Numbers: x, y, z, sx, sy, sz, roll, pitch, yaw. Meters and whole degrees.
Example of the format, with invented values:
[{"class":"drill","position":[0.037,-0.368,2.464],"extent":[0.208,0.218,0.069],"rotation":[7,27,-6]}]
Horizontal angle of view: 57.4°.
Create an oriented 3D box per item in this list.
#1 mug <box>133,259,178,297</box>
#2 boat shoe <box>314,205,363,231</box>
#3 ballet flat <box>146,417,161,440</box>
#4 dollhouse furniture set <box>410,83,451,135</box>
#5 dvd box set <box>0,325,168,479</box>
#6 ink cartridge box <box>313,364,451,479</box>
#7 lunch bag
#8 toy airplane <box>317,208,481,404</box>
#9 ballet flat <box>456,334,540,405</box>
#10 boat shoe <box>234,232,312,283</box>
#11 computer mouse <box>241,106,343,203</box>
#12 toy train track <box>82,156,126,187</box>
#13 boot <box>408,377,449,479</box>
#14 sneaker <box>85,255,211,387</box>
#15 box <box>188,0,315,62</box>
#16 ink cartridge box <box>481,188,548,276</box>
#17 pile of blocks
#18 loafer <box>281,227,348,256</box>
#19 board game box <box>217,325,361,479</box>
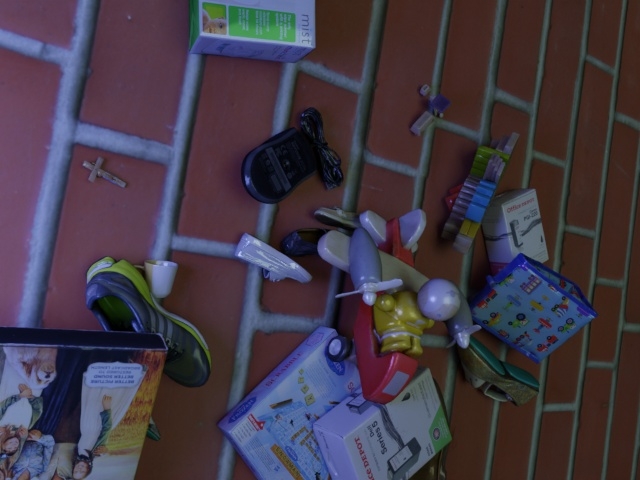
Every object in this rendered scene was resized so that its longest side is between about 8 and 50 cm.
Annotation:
[{"class":"mug","position":[-0.311,0.072,1.105],"extent":[0.062,0.078,0.064],"rotation":[-6,106,-66]},{"class":"boat shoe","position":[0.049,-0.056,1.337],"extent":[0.153,0.056,0.048],"rotation":[15,77,-36]},{"class":"ballet flat","position":[-0.340,0.337,1.097],"extent":[0.114,0.041,0.041],"rotation":[41,70,-29]},{"class":"dollhouse furniture set","position":[0.267,-0.322,1.502],"extent":[0.114,0.091,0.081],"rotation":[-47,160,0]},{"class":"dvd box set","position":[-0.443,0.340,0.932],"extent":[0.307,0.062,0.421],"rotation":[10,105,-32]},{"class":"ink cartridge box","position":[0.142,0.426,1.298],"extent":[0.272,0.114,0.199],"rotation":[-29,107,-32]},{"class":"lunch bag","position":[0.555,0.175,1.592],"extent":[0.293,0.138,0.221],"rotation":[29,117,-24]},{"class":"toy airplane","position":[0.185,0.105,1.252],"extent":[0.386,0.272,0.385],"rotation":[-28,104,-40]},{"class":"ballet flat","position":[0.467,0.368,1.607],"extent":[0.348,0.123,0.123],"rotation":[33,74,-28]},{"class":"boat shoe","position":[-0.099,0.053,1.237],"extent":[0.184,0.066,0.063],"rotation":[33,87,-33]},{"class":"computer mouse","position":[-0.075,-0.158,1.246],"extent":[0.272,0.072,0.189],"rotation":[-34,108,-41]},{"class":"toy train track","position":[-0.394,-0.119,1.061],"extent":[0.083,0.014,0.048],"rotation":[32,67,-36]},{"class":"boot","position":[0.251,0.498,1.467],"extent":[0.115,0.112,0.306],"rotation":[4,82,-9]},{"class":"sneaker","position":[-0.312,0.170,1.042],"extent":[0.111,0.121,0.300],"rotation":[-37,111,11]},{"class":"box","position":[-0.135,-0.497,1.135],"extent":[0.231,0.126,0.262],"rotation":[0,92,-21]},{"class":"ink cartridge box","position":[0.546,-0.023,1.650],"extent":[0.158,0.092,0.218],"rotation":[-23,102,-32]},{"class":"pile of blocks","position":[0.401,-0.143,1.526],"extent":[0.362,0.112,0.149],"rotation":[-61,162,-19]},{"class":"loafer","position":[0.000,0.000,1.290],"extent":[0.170,0.061,0.062],"rotation":[-8,63,-35]},{"class":"board game box","position":[-0.018,0.414,1.297],"extent":[0.318,0.065,0.319],"rotation":[-40,112,-27]}]
